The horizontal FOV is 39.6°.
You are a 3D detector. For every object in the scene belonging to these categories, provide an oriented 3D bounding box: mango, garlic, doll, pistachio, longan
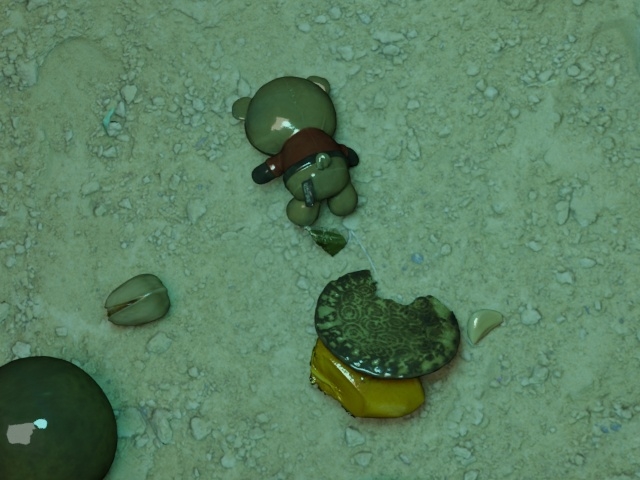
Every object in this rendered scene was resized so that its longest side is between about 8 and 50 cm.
[{"bbox_3d":[0.092,0.270,1.784,0.252,0.126,0.154,23,49,12],"label":"mango"},{"bbox_3d":[0.327,0.167,1.797,0.083,0.041,0.053,-33,81,-2],"label":"garlic"},{"bbox_3d":[-0.041,-0.197,1.851,0.235,0.174,0.330,-20,67,-12],"label":"doll"},{"bbox_3d":[-0.396,0.133,1.925,0.149,0.113,0.113,-26,77,3],"label":"pistachio"},{"bbox_3d":[-0.577,0.394,1.839,0.318,0.319,0.319,-2,82,12],"label":"longan"}]

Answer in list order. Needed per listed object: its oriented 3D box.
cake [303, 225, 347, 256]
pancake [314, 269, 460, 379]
[{"bbox_3d":[0.000,0.000,1.847,0.055,0.140,0.051,-47,67,18],"label":"cake"},{"bbox_3d":[0.131,0.164,1.781,0.288,0.033,0.286,-8,45,-15],"label":"pancake"}]
